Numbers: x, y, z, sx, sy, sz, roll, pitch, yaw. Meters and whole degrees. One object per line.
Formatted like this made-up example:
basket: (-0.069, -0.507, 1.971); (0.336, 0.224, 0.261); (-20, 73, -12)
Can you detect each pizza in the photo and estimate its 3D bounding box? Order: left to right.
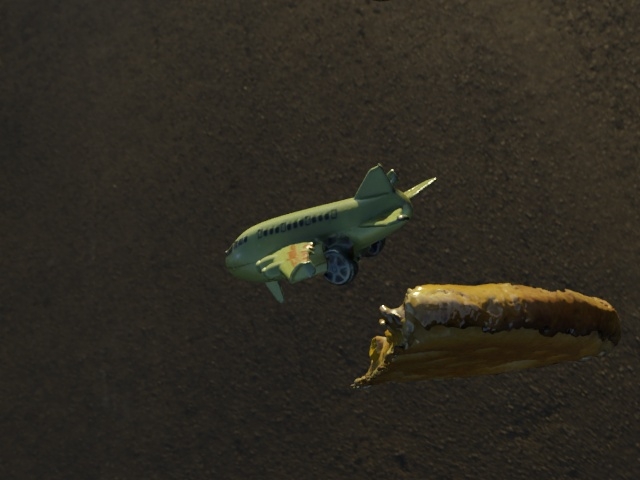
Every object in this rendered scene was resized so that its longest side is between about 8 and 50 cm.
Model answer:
pizza: (0.252, 0.133, 1.095); (0.391, 0.435, 0.080); (-5, 73, -7)

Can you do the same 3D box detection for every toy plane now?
toy plane: (0.000, 0.000, 0.353); (0.111, 0.040, 0.102); (-27, 7, 35)
